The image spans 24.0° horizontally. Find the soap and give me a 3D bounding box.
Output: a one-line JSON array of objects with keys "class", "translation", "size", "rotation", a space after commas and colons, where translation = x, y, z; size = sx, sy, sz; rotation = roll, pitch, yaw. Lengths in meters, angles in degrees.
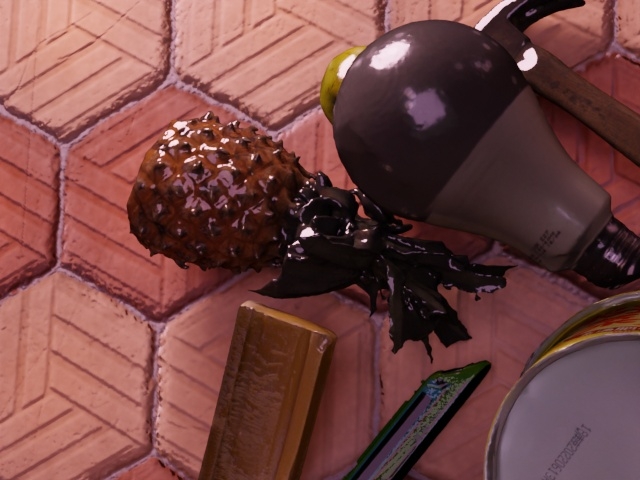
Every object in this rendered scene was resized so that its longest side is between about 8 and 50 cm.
[{"class": "soap", "translation": [-0.057, 0.181, 1.411], "size": [0.092, 0.037, 0.252], "rotation": [21, 111, 15]}]

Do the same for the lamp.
[{"class": "lamp", "translation": [0.145, -0.057, 1.362], "size": [0.182, 0.182, 0.314], "rotation": [-40, 97, 4]}]

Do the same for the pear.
[{"class": "pear", "translation": [0.039, -0.145, 1.467], "size": [0.092, 0.097, 0.092], "rotation": [4, 112, 11]}]

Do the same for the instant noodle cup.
[{"class": "instant noodle cup", "translation": [0.279, 0.191, 1.261], "size": [0.311, 0.221, 0.311], "rotation": [-1, 89, 21]}]

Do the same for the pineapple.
[{"class": "pineapple", "translation": [-0.001, -0.001, 1.421], "size": [0.364, 0.165, 0.165], "rotation": [22, 86, 15]}]

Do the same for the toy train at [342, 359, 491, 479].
[{"class": "toy train", "translation": [0.081, 0.185, 1.426], "size": [0.042, 0.044, 0.209], "rotation": [39, 90, 18]}]

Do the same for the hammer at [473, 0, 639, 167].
[{"class": "hammer", "translation": [0.298, -0.082, 1.371], "size": [0.168, 0.044, 0.440], "rotation": [-50, 59, 4]}]
